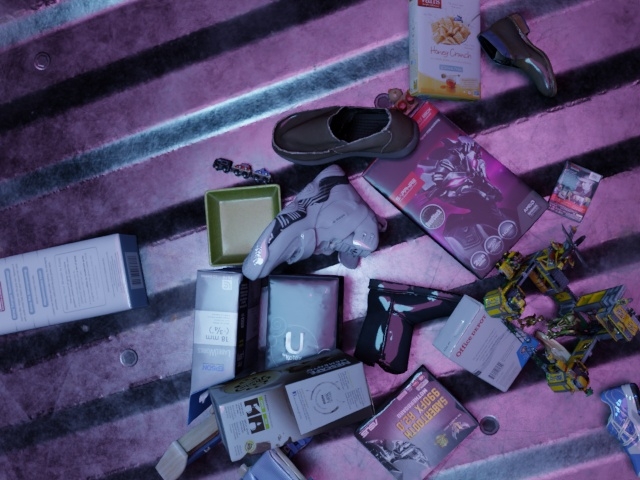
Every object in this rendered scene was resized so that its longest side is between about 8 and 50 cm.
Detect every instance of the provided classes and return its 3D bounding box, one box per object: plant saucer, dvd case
[{"bbox_3d":[-0.180,-0.035,1.662,0.188,0.045,0.188,-4,88,8],"label":"plant saucer"},{"bbox_3d":[0.582,-0.111,1.570,0.087,0.013,0.119,24,93,8],"label":"dvd case"}]

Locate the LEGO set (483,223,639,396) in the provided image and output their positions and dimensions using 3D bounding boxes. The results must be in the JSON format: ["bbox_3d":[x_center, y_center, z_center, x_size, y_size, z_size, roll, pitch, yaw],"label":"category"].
[{"bbox_3d":[0.526,0.148,1.421,0.255,0.192,0.331,-35,92,-31],"label":"LEGO set"}]

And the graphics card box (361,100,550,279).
[{"bbox_3d":[0.305,-0.113,1.571,0.371,0.094,0.233,43,94,6],"label":"graphics card box"}]

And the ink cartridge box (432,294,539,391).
[{"bbox_3d":[0.366,0.228,1.517,0.190,0.082,0.140,32,93,-22],"label":"ink cartridge box"}]

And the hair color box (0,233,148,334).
[{"bbox_3d":[-0.634,0.111,1.690,0.374,0.113,0.185,-11,87,7],"label":"hair color box"}]

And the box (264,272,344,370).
[{"bbox_3d":[-0.034,0.214,1.585,0.165,0.143,0.270,1,88,8],"label":"box"}]

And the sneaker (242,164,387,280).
[{"bbox_3d":[0.000,0.000,1.528,0.210,0.137,0.366,41,56,1],"label":"sneaker"}]

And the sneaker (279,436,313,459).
[{"bbox_3d":[-0.066,0.482,1.625,0.053,0.059,0.144,44,94,9],"label":"sneaker"}]

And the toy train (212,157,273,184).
[{"bbox_3d":[-0.188,-0.172,1.677,0.158,0.027,0.036,17,80,9],"label":"toy train"}]

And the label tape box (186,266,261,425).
[{"bbox_3d":[-0.213,0.232,1.563,0.105,0.240,0.334,3,90,6],"label":"label tape box"}]

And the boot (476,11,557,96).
[{"bbox_3d":[0.445,-0.406,1.555,0.106,0.082,0.219,-23,75,-8],"label":"boot"}]

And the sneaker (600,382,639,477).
[{"bbox_3d":[0.686,0.423,1.520,0.081,0.080,0.211,-14,86,29],"label":"sneaker"}]

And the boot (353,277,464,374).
[{"bbox_3d":[0.209,0.206,1.574,0.246,0.094,0.207,9,89,11],"label":"boot"}]

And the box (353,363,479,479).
[{"bbox_3d":[0.221,0.434,1.586,0.231,0.056,0.183,-45,83,5],"label":"box"}]

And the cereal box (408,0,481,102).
[{"bbox_3d":[0.286,-0.445,1.566,0.173,0.047,0.240,0,89,-23],"label":"cereal box"}]

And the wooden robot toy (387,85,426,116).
[{"bbox_3d":[0.193,-0.341,1.607,0.079,0.076,0.173,44,94,18],"label":"wooden robot toy"}]

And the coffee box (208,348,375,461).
[{"bbox_3d":[-0.062,0.327,1.391,0.297,0.168,0.119,-14,94,-15],"label":"coffee box"}]

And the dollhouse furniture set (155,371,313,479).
[{"bbox_3d":[-0.163,0.514,1.503,0.303,0.198,0.286,46,132,13],"label":"dollhouse furniture set"}]

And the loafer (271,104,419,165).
[{"bbox_3d":[0.037,-0.260,1.552,0.365,0.130,0.134,-1,72,27],"label":"loafer"}]

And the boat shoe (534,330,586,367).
[{"bbox_3d":[0.536,0.259,1.549,0.135,0.050,0.045,40,89,7],"label":"boat shoe"}]
